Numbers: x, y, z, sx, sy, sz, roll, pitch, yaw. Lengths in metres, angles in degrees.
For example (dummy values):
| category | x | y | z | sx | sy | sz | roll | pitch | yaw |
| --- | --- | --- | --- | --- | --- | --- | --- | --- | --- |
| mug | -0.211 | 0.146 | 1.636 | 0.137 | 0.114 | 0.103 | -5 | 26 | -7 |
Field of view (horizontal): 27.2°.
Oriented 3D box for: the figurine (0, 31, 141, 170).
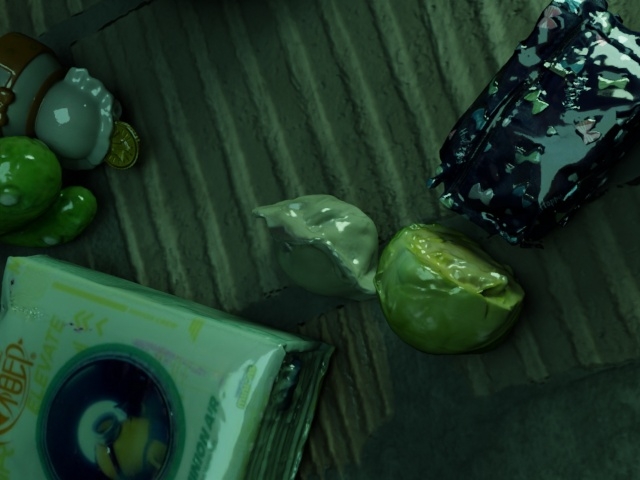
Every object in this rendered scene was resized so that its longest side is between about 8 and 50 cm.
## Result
| category | x | y | z | sx | sy | sz | roll | pitch | yaw |
| --- | --- | --- | --- | --- | --- | --- | --- | --- | --- |
| figurine | -0.342 | -0.165 | 1.634 | 0.271 | 0.143 | 0.143 | 35 | 101 | 25 |

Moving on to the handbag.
| category | x | y | z | sx | sy | sz | roll | pitch | yaw |
| --- | --- | --- | --- | --- | --- | --- | --- | --- | --- |
| handbag | 0.233 | -0.120 | 1.345 | 0.162 | 0.113 | 0.260 | 41 | 103 | 20 |

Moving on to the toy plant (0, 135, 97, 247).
| category | x | y | z | sx | sy | sz | roll | pitch | yaw |
| --- | --- | --- | --- | --- | --- | --- | --- | --- | --- |
| toy plant | -0.447 | -0.047 | 1.644 | 0.316 | 0.224 | 0.184 | -21 | 43 | 24 |

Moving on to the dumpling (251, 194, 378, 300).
| category | x | y | z | sx | sy | sz | roll | pitch | yaw |
| --- | --- | --- | --- | --- | --- | --- | --- | --- | --- |
| dumpling | 0.000 | 0.000 | 1.447 | 0.188 | 0.127 | 0.108 | 39 | 90 | 28 |

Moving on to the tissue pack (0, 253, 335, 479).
| category | x | y | z | sx | sy | sz | roll | pitch | yaw |
| --- | --- | --- | --- | --- | --- | --- | --- | --- | --- |
| tissue pack | -0.211 | 0.198 | 1.519 | 0.388 | 0.162 | 0.287 | 16 | 89 | 28 |

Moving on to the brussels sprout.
| category | x | y | z | sx | sy | sz | roll | pitch | yaw |
| --- | --- | --- | --- | --- | --- | --- | --- | --- | --- |
| brussels sprout | 0.125 | 0.063 | 1.369 | 0.151 | 0.149 | 0.122 | 41 | 121 | 40 |
